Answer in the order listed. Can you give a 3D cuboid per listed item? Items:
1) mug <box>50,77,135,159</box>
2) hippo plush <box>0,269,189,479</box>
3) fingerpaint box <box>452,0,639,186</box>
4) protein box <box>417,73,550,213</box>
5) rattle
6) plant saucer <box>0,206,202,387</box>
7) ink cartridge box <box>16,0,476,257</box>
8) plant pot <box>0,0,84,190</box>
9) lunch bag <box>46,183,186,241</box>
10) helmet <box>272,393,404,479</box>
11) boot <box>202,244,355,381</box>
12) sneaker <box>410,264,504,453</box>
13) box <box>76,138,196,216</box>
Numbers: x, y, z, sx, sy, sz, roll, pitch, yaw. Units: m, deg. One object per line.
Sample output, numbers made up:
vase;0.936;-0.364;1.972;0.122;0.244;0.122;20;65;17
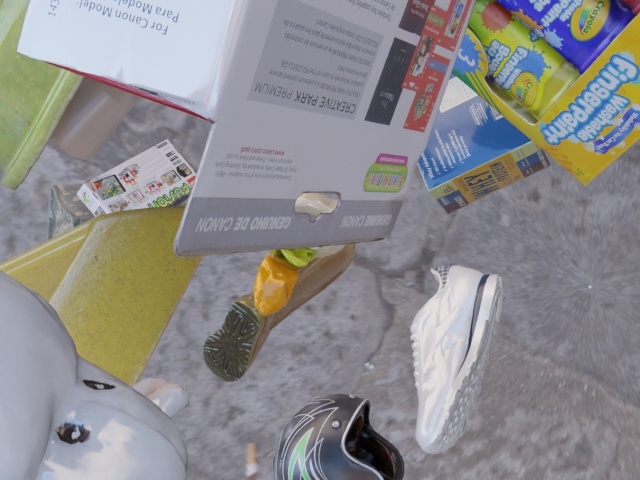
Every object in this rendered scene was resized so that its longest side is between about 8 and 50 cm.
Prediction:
mug;-0.177;-0.111;0.810;0.064;0.062;0.078;-39;54;18
hippo plush;-0.178;0.142;0.449;0.237;0.234;0.294;-26;113;20
fingerpaint box;0.350;-0.321;1.424;0.371;0.445;0.163;41;65;3
protein box;0.260;-0.190;1.853;0.201;0.136;0.199;-26;67;13
rattle;0.000;0.000;1.389;0.200;0.142;0.130;-12;122;31
plant saucer;-0.260;0.115;0.901;0.081;0.333;0.332;39;58;-24
ink cartridge box;-0.021;-0.140;0.642;0.130;0.309;0.271;21;100;23
plant pot;-0.261;-0.212;0.719;0.254;0.276;0.276;27;95;-18
lunch bag;-0.387;0.043;1.994;0.169;0.235;0.287;46;133;47
helmet;0.018;0.287;1.386;0.169;0.169;0.161;-40;83;9
boot;-0.067;0.116;1.874;0.089;0.269;0.236;46;137;8
sneaker;0.149;0.142;1.287;0.095;0.090;0.235;13;68;20
box;-0.301;-0.086;1.815;0.114;0.207;0.036;50;135;4
